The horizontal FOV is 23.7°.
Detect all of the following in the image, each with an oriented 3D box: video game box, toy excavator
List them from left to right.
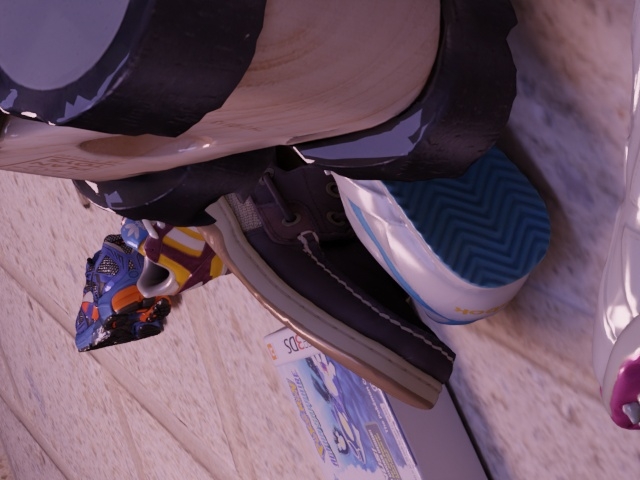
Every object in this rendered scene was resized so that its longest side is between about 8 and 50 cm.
[{"bbox_3d":[-0.136,-0.234,0.707,0.433,0.222,0.445,-8,80,40],"label":"toy excavator"},{"bbox_3d":[0.044,0.138,1.012,0.205,0.048,0.187,66,162,2],"label":"video game box"}]

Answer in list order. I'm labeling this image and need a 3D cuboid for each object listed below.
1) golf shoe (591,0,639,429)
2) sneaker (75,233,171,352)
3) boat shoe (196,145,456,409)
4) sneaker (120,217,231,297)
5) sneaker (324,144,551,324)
[{"bbox_3d":[0.150,-0.045,0.499,0.306,0.115,0.140,102,154,-55],"label":"golf shoe"},{"bbox_3d":[-0.195,0.051,1.483,0.221,0.083,0.087,140,119,-63],"label":"sneaker"},{"bbox_3d":[0.000,0.000,0.891,0.103,0.092,0.285,37,-177,-33],"label":"boat shoe"},{"bbox_3d":[-0.112,-0.028,1.158,0.069,0.084,0.185,47,153,41],"label":"sneaker"},{"bbox_3d":[0.028,-0.058,0.783,0.229,0.087,0.092,62,161,18],"label":"sneaker"}]
